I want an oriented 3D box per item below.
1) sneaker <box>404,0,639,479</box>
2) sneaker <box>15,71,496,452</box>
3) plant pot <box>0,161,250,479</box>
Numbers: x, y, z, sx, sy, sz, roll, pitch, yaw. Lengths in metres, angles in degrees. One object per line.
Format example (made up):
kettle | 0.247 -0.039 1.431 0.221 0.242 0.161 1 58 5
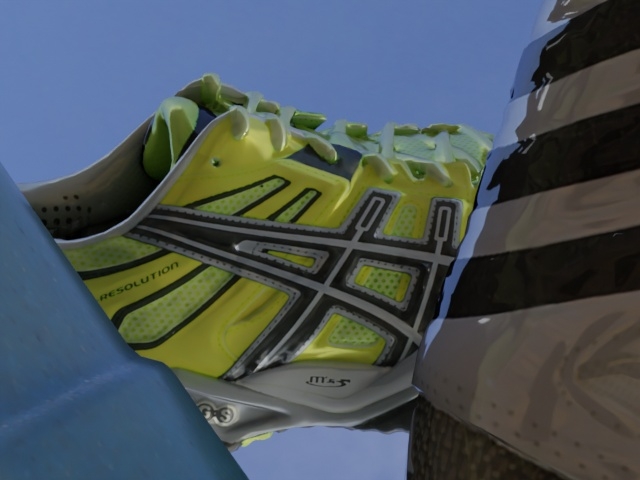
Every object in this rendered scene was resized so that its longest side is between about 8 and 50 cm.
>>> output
sneaker | 0.240 0.035 0.369 0.448 0.169 0.257 11 -88 -5
sneaker | 0.000 0.000 0.854 0.145 0.385 0.147 -134 -148 -62
plant pot | -0.218 0.036 0.537 0.341 0.341 0.334 -31 -92 26
